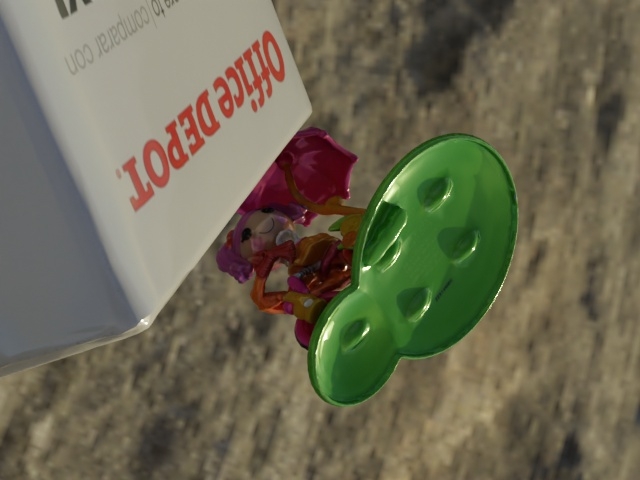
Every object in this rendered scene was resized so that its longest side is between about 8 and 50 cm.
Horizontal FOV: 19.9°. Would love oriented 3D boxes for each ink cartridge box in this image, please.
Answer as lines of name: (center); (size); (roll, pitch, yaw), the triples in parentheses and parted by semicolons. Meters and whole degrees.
ink cartridge box: (-0.086, -0.085, 0.365); (0.148, 0.086, 0.203); (-59, 129, -66)

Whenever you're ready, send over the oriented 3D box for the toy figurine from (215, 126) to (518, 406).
toy figurine: (0.000, 0.000, 1.053); (0.173, 0.159, 0.130); (-51, 134, -19)
